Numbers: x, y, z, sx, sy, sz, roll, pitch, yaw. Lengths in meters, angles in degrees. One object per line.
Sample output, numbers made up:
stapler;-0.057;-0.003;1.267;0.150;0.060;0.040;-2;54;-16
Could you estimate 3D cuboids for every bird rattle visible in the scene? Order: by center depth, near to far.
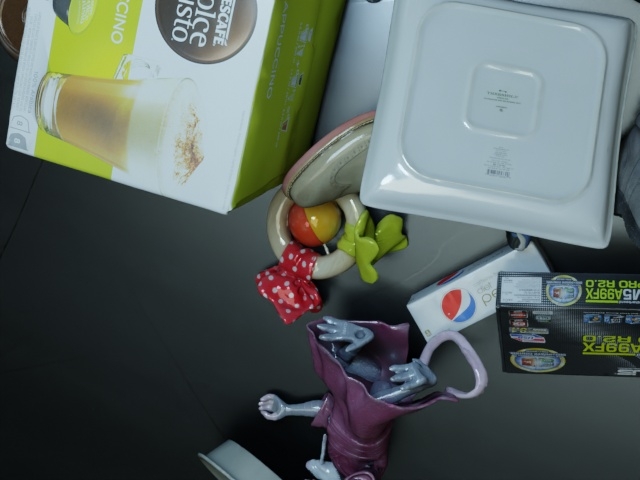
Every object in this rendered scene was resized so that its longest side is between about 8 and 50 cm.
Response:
bird rattle;0.000;0.000;1.797;0.253;0.143;0.207;-24;84;29

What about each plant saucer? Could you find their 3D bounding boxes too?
plant saucer;-0.444;-0.350;1.840;0.168;0.029;0.168;3;104;12

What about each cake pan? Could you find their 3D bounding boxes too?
cake pan;-0.068;0.413;1.817;0.293;0.293;0.054;43;76;1

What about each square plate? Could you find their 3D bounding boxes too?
square plate;0.251;-0.185;1.610;0.347;0.049;0.344;10;76;1

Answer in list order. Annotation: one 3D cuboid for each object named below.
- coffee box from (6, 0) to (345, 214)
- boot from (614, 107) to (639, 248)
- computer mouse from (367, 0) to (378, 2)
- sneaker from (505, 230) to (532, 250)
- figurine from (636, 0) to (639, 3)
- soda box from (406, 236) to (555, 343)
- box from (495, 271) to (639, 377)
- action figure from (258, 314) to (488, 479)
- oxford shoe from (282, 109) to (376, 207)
coffee box;-0.182;-0.267;1.629;0.334;0.338;0.337;17;107;13
boot;0.490;-0.093;1.546;0.118;0.338;0.222;13;113;-29
computer mouse;0.028;-0.457;1.704;0.071;0.041;0.242;-29;96;16
sneaker;0.323;-0.083;1.685;0.081;0.080;0.211;19;88;-1
figurine;0.438;-0.410;1.574;0.209;0.092;0.215;14;129;15
soda box;0.242;0.073;1.762;0.216;0.069;0.074;-29;95;16
box;0.391;0.124;1.676;0.270;0.216;0.060;1;58;12
action figure;0.065;0.268;1.799;0.276;0.248;0.370;-10;135;-16
oxford shoe;0.115;-0.116;1.667;0.348;0.123;0.130;-25;67;3
